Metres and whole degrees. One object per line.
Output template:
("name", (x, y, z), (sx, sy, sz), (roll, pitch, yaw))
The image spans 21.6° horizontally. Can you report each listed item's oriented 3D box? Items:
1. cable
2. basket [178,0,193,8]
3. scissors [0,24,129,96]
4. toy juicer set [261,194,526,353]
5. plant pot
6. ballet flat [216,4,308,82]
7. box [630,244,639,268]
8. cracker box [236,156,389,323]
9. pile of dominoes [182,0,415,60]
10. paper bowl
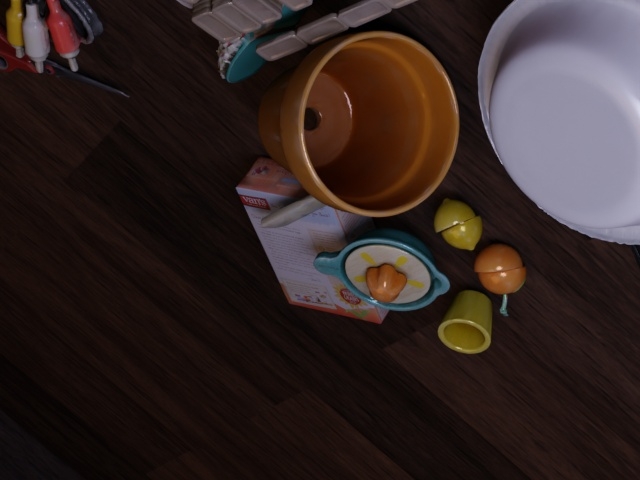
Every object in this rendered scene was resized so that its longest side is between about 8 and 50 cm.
("cable", (-0.370, -0.334, 2.144), (0.139, 0.072, 0.287), (13, 143, 25))
("basket", (-0.158, -0.361, 1.856), (0.167, 0.113, 0.103), (41, 146, -9))
("scissors", (-0.390, -0.243, 2.347), (0.297, 0.021, 0.109), (28, 146, 11))
("toy juicer set", (0.100, 0.018, 2.069), (0.329, 0.089, 0.209), (27, 141, -9))
("plant pot", (0.024, -0.135, 1.918), (0.205, 0.205, 0.188), (50, 162, -22))
("ballet flat", (-0.064, -0.269, 1.936), (0.077, 0.091, 0.241), (65, 147, 12))
("box", (0.488, 0.021, 1.760), (0.322, 0.079, 0.257), (7, 140, 40))
("cracker box", (0.000, 0.000, 2.234), (0.155, 0.067, 0.232), (12, 142, 33))
("pile of dominoes", (-0.033, -0.282, 1.775), (0.251, 0.040, 0.196), (-19, 146, 34))
("paper bowl", (0.279, -0.126, 1.632), (0.284, 0.148, 0.284), (24, 133, 29))
